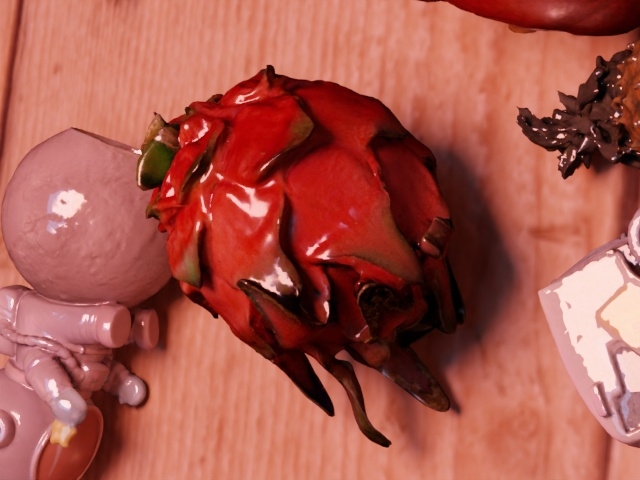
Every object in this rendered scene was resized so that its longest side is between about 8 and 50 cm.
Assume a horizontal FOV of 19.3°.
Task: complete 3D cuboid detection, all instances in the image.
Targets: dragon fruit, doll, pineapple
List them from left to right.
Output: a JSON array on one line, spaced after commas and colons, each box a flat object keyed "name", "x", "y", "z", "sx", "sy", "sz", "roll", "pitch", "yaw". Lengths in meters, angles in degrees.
[{"name": "doll", "x": -0.193, "y": 0.063, "z": 1.407, "sx": 0.151, "sy": 0.151, "sz": 0.287, "roll": 23, "pitch": 96, "yaw": 40}, {"name": "dragon fruit", "x": 0.000, "y": 0.000, "z": 1.230, "sx": 0.193, "sy": 0.274, "sz": 0.192, "roll": -54, "pitch": 7, "yaw": -38}, {"name": "pineapple", "x": 0.206, "y": -0.081, "z": 1.151, "sx": 0.197, "sy": 0.108, "sz": 0.108, "roll": -18, "pitch": 67, "yaw": 49}]

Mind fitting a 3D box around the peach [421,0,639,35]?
[{"name": "peach", "x": 0.181, "y": -0.281, "z": 1.139, "sx": 0.258, "sy": 0.201, "sz": 0.362, "roll": -118, "pitch": 50, "yaw": -80}]

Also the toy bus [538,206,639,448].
[{"name": "toy bus", "x": 0.294, "y": 0.010, "z": 1.052, "sx": 0.342, "sy": 0.097, "sz": 0.138, "roll": -28, "pitch": 69, "yaw": 30}]
